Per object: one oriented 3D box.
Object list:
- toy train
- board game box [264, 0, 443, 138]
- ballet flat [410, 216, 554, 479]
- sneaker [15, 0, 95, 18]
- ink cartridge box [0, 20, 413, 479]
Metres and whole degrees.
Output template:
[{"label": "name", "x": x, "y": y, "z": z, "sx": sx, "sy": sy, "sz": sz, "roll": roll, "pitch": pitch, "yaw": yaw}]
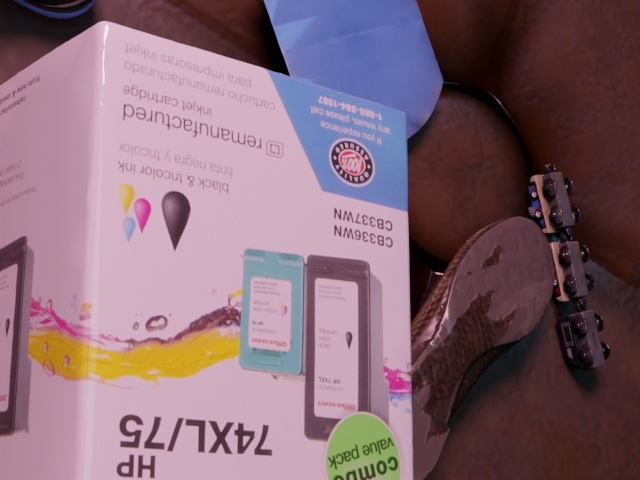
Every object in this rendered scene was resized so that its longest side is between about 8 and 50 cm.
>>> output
[{"label": "toy train", "x": 0.186, "y": 0.020, "z": 0.908, "sx": 0.027, "sy": 0.036, "sz": 0.158, "roll": -5, "pitch": 81, "yaw": -33}, {"label": "board game box", "x": 0.016, "y": -0.144, "z": 0.864, "sx": 0.133, "sy": 0.033, "sz": 0.168, "roll": -21, "pitch": 93, "yaw": -35}, {"label": "ballet flat", "x": 0.089, "y": 0.075, "z": 0.836, "sx": 0.084, "sy": 0.058, "sz": 0.250, "roll": 46, "pitch": 56, "yaw": -14}, {"label": "sneaker", "x": -0.216, "y": -0.195, "z": 0.724, "sx": 0.188, "sy": 0.078, "sz": 0.067, "roll": 18, "pitch": 69, "yaw": -22}, {"label": "ink cartridge box", "x": -0.085, "y": 0.061, "z": 0.641, "sx": 0.198, "sy": 0.197, "sz": 0.270, "roll": 11, "pitch": 72, "yaw": -38}]
